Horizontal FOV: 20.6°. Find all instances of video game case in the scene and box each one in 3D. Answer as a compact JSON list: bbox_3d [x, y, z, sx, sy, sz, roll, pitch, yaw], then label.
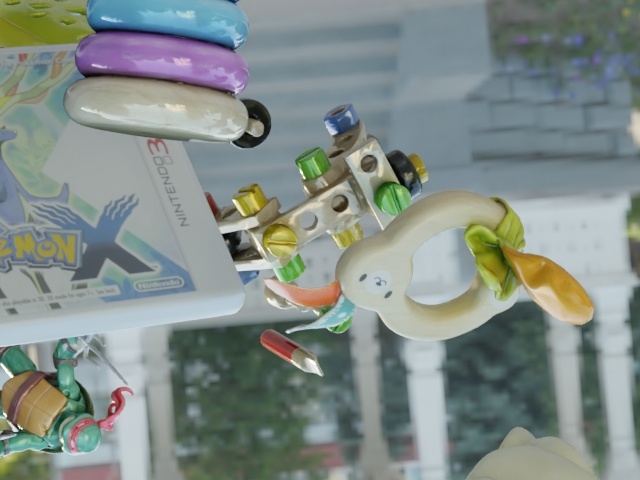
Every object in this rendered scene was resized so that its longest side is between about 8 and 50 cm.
[{"bbox_3d":[-0.261,-0.045,1.472,0.329,0.300,0.036,-7,144,-26],"label":"video game case"}]

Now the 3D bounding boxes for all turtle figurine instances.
[{"bbox_3d":[-0.279,0.150,1.664,0.234,0.175,0.118,23,157,37],"label":"turtle figurine"}]

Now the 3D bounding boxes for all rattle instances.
[{"bbox_3d":[0.076,0.051,1.296,0.199,0.143,0.130,-10,139,-20],"label":"rattle"}]

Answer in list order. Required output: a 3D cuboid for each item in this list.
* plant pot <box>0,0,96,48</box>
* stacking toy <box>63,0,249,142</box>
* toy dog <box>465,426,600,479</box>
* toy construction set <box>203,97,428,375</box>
[{"bbox_3d":[-0.313,-0.144,1.903,0.207,0.228,0.227,0,-158,-46],"label":"plant pot"},{"bbox_3d":[-0.108,-0.244,1.328,0.141,0.330,0.141,6,179,0],"label":"stacking toy"},{"bbox_3d":[0.325,0.367,1.782,0.408,0.285,0.395,28,151,15],"label":"toy dog"},{"bbox_3d":[0.000,0.000,1.961,0.257,0.309,0.237,-8,-164,-24],"label":"toy construction set"}]
